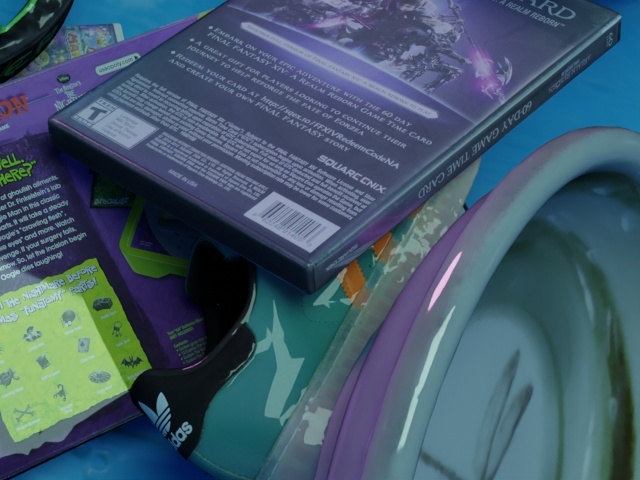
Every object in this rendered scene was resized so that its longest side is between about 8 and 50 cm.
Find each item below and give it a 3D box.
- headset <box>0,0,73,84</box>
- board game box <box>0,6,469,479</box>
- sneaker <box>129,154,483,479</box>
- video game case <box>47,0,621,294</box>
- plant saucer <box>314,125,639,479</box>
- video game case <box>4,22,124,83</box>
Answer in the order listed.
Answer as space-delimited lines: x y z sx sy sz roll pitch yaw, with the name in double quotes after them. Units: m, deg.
-0.280 -0.265 0.981 0.243 0.185 0.394 -28 83 -24 "headset"
-0.087 -0.018 1.030 0.347 0.056 0.208 -24 87 -28 "board game box"
0.000 0.000 0.975 0.121 0.108 0.302 29 55 -1 "sneaker"
0.012 -0.091 0.993 0.196 0.026 0.274 29 51 31 "video game case"
0.089 0.134 0.918 0.100 0.400 0.400 11 55 31 "plant saucer"
-0.171 -0.088 1.055 0.122 0.011 0.087 -6 70 -24 "video game case"
